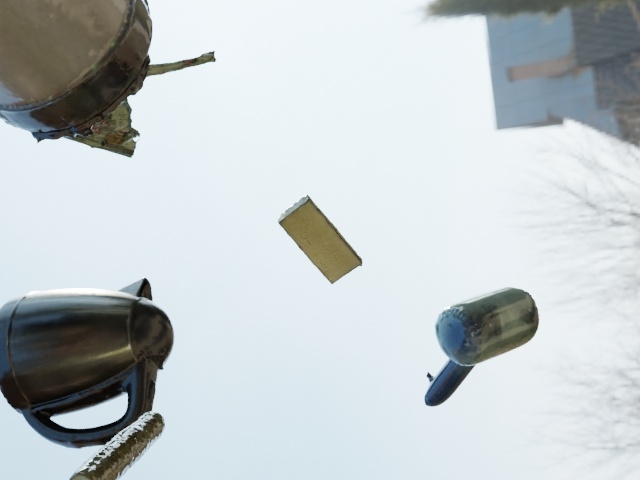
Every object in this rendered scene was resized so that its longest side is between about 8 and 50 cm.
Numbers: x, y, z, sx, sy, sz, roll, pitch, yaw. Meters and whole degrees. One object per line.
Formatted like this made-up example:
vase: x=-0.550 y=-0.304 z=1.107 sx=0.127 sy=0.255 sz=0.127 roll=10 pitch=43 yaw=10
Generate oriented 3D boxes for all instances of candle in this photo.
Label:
candle: x=-0.287 y=-0.236 z=0.838 sx=0.330 sy=0.187 sz=0.188 roll=51 pitch=-140 yaw=-56

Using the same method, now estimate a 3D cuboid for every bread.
bread: x=0.000 y=0.000 z=1.627 sx=0.154 sy=0.068 sz=0.028 roll=49 pitch=-166 yaw=-21

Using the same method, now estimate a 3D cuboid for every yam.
yam: x=-0.114 y=0.121 z=0.574 sx=0.116 sy=0.021 sz=0.021 roll=-37 pitch=-61 yaw=-76

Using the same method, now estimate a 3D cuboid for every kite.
kite: x=-0.331 y=-0.237 z=1.498 sx=0.406 sy=0.368 sz=0.014 roll=96 pitch=155 yaw=-57

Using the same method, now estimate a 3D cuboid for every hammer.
hammer: x=0.158 y=0.129 z=1.109 sx=0.116 sy=0.194 sz=0.070 roll=-16 pitch=-121 yaw=-34

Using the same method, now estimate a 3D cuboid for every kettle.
kettle: x=-0.366 y=0.177 z=1.604 sx=0.251 sy=0.271 sz=0.207 roll=-69 pitch=-37 yaw=-60
